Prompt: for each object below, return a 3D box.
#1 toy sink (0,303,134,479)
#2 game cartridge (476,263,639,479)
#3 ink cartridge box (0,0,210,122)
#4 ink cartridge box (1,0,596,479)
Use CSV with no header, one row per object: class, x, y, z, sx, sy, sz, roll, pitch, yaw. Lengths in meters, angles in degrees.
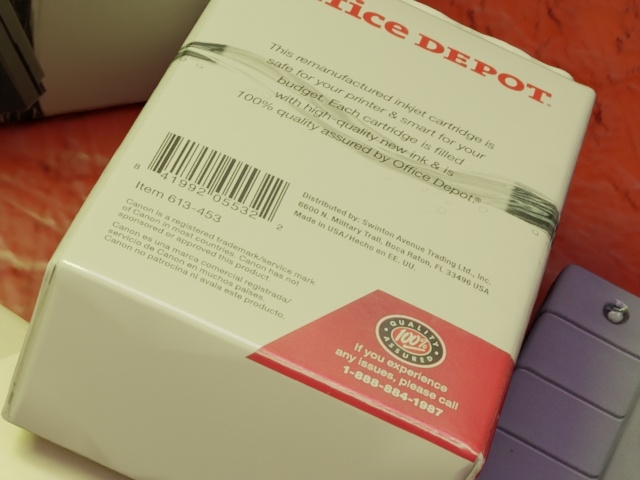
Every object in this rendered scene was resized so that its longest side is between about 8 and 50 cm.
toy sink,-0.180,0.104,0.773,0.234,0.131,0.153,31,66,9
game cartridge,0.222,0.175,0.803,0.355,0.068,0.230,28,48,6
ink cartridge box,-0.205,-0.210,0.890,0.395,0.166,0.285,-10,68,-12
ink cartridge box,0.000,0.000,0.754,0.172,0.100,0.237,25,42,0
